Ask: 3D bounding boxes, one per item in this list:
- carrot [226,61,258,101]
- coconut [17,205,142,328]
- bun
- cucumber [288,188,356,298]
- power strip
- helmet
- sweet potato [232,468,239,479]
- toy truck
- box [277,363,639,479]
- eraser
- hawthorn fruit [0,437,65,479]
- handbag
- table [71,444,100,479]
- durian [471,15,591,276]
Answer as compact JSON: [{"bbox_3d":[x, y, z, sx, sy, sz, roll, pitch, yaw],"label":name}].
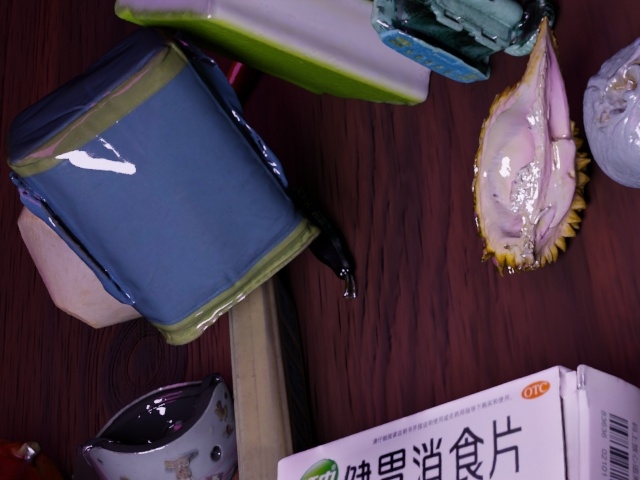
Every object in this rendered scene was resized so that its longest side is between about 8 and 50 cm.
[{"bbox_3d":[-0.096,-0.191,1.782,0.037,0.037,0.190,32,96,53],"label":"carrot"},{"bbox_3d":[-0.230,-0.016,1.707,0.236,0.197,0.237,-24,51,33],"label":"coconut"},{"bbox_3d":[0.274,-0.115,1.259,0.140,0.083,0.141,-30,45,36],"label":"bun"},{"bbox_3d":[0.000,0.000,1.554,0.163,0.039,0.043,52,131,52],"label":"cucumber"},{"bbox_3d":[-0.041,0.174,1.426,0.066,0.092,0.388,-17,45,10],"label":"power strip"},{"bbox_3d":[-0.139,0.204,1.456,0.153,0.107,0.177,-29,6,-9],"label":"helmet"},{"bbox_3d":[-0.129,0.254,1.542,0.218,0.051,0.065,-37,22,31],"label":"sweet potato"},{"bbox_3d":[0.138,-0.297,1.476,0.156,0.155,0.279,-15,58,56],"label":"toy truck"},{"bbox_3d":[0.117,0.231,1.190,0.332,0.145,0.173,-25,53,41],"label":"box"},{"bbox_3d":[-0.041,-0.220,1.546,0.210,0.274,0.092,13,87,54],"label":"eraser"},{"bbox_3d":[-0.355,0.300,1.705,0.188,0.169,0.169,-51,39,16],"label":"hawthorn fruit"},{"bbox_3d":[-0.160,-0.058,1.474,0.222,0.241,0.263,-38,17,-5],"label":"handbag"},{"bbox_3d":[-0.290,0.338,1.490,0.282,0.250,0.196,18,105,54],"label":"table"},{"bbox_3d":[0.193,-0.080,1.315,0.140,0.078,0.224,-121,39,-66],"label":"durian"}]
